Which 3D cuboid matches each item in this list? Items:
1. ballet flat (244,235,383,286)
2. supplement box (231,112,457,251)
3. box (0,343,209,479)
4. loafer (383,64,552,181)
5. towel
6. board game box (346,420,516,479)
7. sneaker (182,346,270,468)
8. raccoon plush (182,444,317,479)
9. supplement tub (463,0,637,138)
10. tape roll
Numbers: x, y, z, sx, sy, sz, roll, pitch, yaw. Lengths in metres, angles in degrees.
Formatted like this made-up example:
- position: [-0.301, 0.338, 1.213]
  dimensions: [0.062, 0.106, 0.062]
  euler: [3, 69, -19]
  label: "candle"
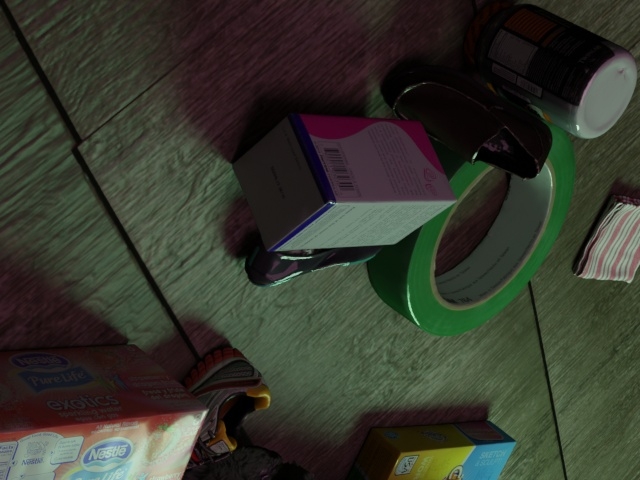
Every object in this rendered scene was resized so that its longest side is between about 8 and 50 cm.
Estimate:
- position: [0.000, 0.000, 1.547]
  dimensions: [0.203, 0.074, 0.074]
  euler: [-16, 129, -38]
  label: "ballet flat"
- position: [0.030, -0.063, 1.459]
  dimensions: [0.220, 0.111, 0.114]
  euler: [-3, 153, -46]
  label: "supplement box"
- position: [-0.281, 0.205, 1.329]
  dimensions: [0.300, 0.142, 0.154]
  euler: [0, 118, -49]
  label: "box"
- position: [0.177, -0.135, 1.547]
  dimensions: [0.220, 0.078, 0.080]
  euler: [20, 129, -14]
  label: "loafer"
- position: [0.488, 0.003, 2.131]
  dimensions: [0.197, 0.029, 0.144]
  euler: [7, 113, -51]
  label: "towel"
- position: [0.145, 0.397, 2.031]
  dimensions: [0.317, 0.064, 0.242]
  euler: [5, 114, -50]
  label: "board game box"
- position: [-0.152, 0.224, 1.533]
  dimensions: [0.225, 0.093, 0.088]
  euler: [-46, 143, -11]
  label: "sneaker"
- position: [-0.171, 0.432, 1.651]
  dimensions: [0.447, 0.216, 0.299]
  euler: [-5, 135, -24]
  label: "raccoon plush"
- position: [0.269, -0.209, 1.577]
  dimensions: [0.117, 0.190, 0.117]
  euler: [-28, 136, -31]
  label: "supplement tub"
- position: [0.203, -0.029, 1.745]
  dimensions: [0.321, 0.077, 0.321]
  euler: [-28, 136, -31]
  label: "tape roll"
